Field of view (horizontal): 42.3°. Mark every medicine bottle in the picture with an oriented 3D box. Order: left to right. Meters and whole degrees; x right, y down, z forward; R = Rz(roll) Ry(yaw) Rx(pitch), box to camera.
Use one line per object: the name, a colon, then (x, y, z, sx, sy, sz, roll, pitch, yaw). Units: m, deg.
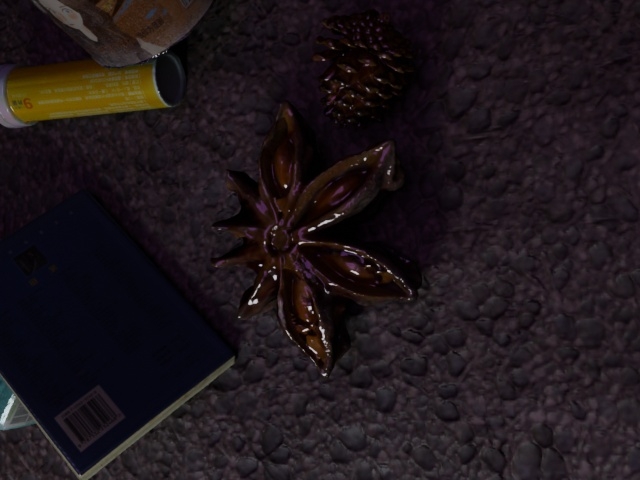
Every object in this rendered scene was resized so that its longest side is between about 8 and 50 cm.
medicine bottle: (-0.258, -0.168, 0.910, 0.218, 0.074, 0.073, -1, 85, 22)

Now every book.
book: (-0.245, 0.085, 0.856, 0.191, 0.025, 0.269, -37, 69, -22)

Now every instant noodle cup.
instant noodle cup: (-0.220, -0.299, 0.803, 0.218, 0.207, 0.217, -16, 51, 21)

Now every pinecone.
pinecone: (0.038, -0.158, 0.770, 0.102, 0.102, 0.109, 9, 93, 23)

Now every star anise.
star anise: (0.002, -0.007, 0.779, 0.214, 0.099, 0.220, 33, 100, 8)

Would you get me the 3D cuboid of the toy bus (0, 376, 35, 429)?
toy bus: (-0.387, 0.101, 0.927, 0.262, 0.109, 0.091, 34, 105, 22)
